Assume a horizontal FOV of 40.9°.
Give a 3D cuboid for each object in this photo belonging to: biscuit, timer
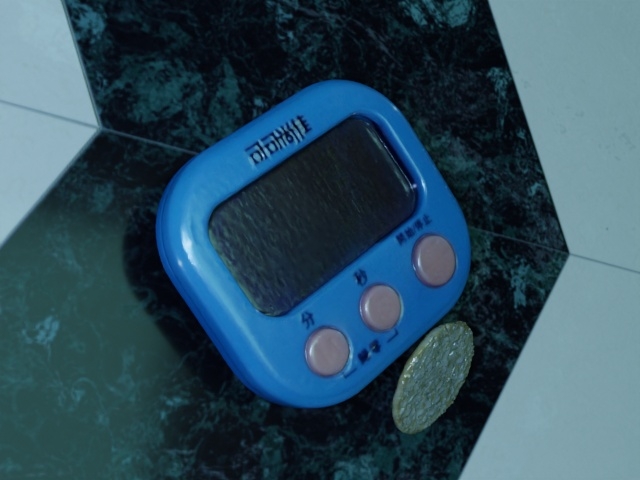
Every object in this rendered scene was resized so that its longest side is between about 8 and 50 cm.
[{"bbox_3d":[0.134,0.161,1.017,0.152,0.020,0.152,-27,130,-38],"label":"biscuit"},{"bbox_3d":[0.000,0.000,0.970,0.340,0.115,0.309,-37,100,-28],"label":"timer"}]
